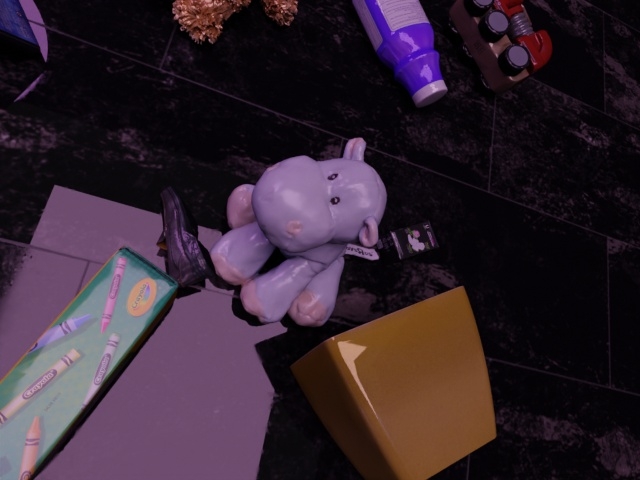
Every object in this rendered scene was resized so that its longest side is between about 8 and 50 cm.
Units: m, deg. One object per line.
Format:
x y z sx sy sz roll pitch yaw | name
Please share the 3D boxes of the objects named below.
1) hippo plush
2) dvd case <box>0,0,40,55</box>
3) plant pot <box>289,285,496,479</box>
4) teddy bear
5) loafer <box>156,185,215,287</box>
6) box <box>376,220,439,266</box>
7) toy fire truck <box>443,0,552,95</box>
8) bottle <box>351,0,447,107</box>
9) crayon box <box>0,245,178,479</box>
0.000 0.000 0.614 0.294 0.236 0.234 -1 77 -21 | hippo plush
-0.496 -0.349 0.532 0.022 0.253 0.180 -29 83 17 | dvd case
0.107 0.208 0.597 0.212 0.212 0.187 -16 71 -23 | plant pot
-0.146 -0.485 0.753 0.338 0.113 0.245 -27 89 -24 | teddy bear
-0.207 -0.009 0.618 0.061 0.062 0.170 -27 56 -5 | loafer
0.152 0.006 0.765 0.083 0.062 0.052 -15 81 -23 | box
0.420 -0.455 0.953 0.246 0.158 0.217 -29 87 -14 | toy fire truck
0.160 -0.403 0.855 0.118 0.092 0.283 -23 86 -23 | bottle
-0.286 0.151 0.508 0.081 0.165 0.278 37 67 -8 | crayon box
